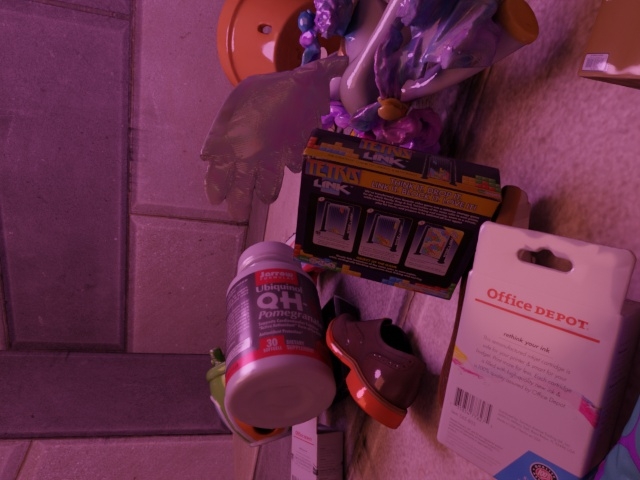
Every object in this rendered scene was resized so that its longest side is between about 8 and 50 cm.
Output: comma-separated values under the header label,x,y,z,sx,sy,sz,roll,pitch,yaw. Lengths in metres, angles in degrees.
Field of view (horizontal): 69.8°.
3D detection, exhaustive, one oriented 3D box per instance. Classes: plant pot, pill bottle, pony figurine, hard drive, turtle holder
label,x,y,z,sx,sy,sz,roll,pitch,yaw
plant pot,-0.041,-0.392,0.942,0.203,0.291,0.290,45,131,48
pill bottle,-0.082,0.151,0.830,0.318,0.177,0.176,-104,24,-49
pony figurine,0.061,-0.181,0.534,0.363,0.303,0.350,-34,42,55
hard drive,0.016,0.229,0.886,0.254,0.054,0.171,117,153,-54
turtle holder,-0.150,0.366,1.111,0.320,0.244,0.227,-45,59,54

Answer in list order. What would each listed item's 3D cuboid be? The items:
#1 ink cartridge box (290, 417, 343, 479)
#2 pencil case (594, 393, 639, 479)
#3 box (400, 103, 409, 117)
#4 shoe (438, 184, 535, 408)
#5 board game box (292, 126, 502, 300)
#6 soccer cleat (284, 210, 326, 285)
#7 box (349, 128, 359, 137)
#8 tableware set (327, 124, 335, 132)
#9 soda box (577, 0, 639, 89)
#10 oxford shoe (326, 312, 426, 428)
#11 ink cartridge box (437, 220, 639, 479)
label,x,y,z,sx,sy,sz,roll,pitch,yaw
ink cartridge box,-0.007,0.408,0.864,0.104,0.060,0.180,-18,67,59
pencil case,0.198,0.092,0.244,0.070,0.065,0.151,29,114,56
box,0.120,-0.266,0.723,0.081,0.028,0.136,113,155,-49
shoe,0.162,0.059,0.424,0.076,0.058,0.218,-48,-30,-80
board game box,0.063,-0.021,0.442,0.048,0.171,0.141,-71,-7,-45
soccer cleat,0.000,0.000,0.972,0.116,0.109,0.318,67,153,19
box,0.081,-0.177,0.834,0.137,0.027,0.093,125,145,-61
tableware set,0.004,-0.222,1.089,0.168,0.020,0.141,113,144,-48
soda box,0.223,-0.101,0.224,0.181,0.061,0.058,-119,38,-65
oxford shoe,0.081,0.154,0.660,0.098,0.097,0.271,-55,17,4
ink cartridge box,0.158,0.083,0.333,0.104,0.062,0.181,19,105,46
